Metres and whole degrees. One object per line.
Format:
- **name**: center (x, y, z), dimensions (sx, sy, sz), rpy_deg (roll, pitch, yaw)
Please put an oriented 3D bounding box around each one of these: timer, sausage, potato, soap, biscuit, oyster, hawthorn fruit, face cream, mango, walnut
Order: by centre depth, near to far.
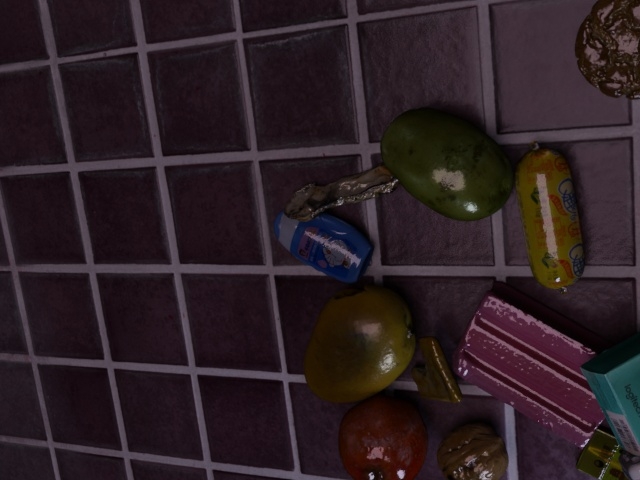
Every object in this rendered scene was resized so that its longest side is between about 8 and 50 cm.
- **biscuit**: center (0.630, -0.398, 1.574), dimensions (0.226, 0.042, 0.226), rpy_deg (7, 108, 22)
- **timer**: center (0.729, 0.456, 1.636), dimensions (0.178, 0.253, 0.078), rpy_deg (-24, 76, 10)
- **sausage**: center (0.501, -0.046, 1.684), dimensions (0.123, 0.123, 0.347), rpy_deg (-9, 100, 26)
- **potato**: center (0.279, -0.170, 1.700), dimensions (0.304, 0.216, 0.216), rpy_deg (44, 117, 11)
- **soap**: center (0.500, 0.282, 1.775), dimensions (0.359, 0.128, 0.233), rpy_deg (30, 113, 14)
- **oyster**: center (0.069, -0.112, 1.862), dimensions (0.345, 0.129, 0.078), rpy_deg (-16, 116, 19)
- **biscuit**: center (0.267, 0.317, 1.892), dimensions (0.174, 0.039, 0.183), rpy_deg (63, 156, 0)
- **walnut**: center (0.376, 0.528, 1.893), dimensions (0.155, 0.155, 0.184), rpy_deg (48, 123, 5)
- **mango**: center (0.085, 0.269, 1.927), dimensions (0.253, 0.182, 0.365), rpy_deg (43, 116, 7)
- **hawthorn fruit**: center (0.165, 0.509, 1.931), dimensions (0.231, 0.263, 0.235), rpy_deg (-8, 99, -19)
- **face cream**: center (0.000, 0.000, 1.947), dimensions (0.264, 0.083, 0.149), rpy_deg (27, 109, 16)

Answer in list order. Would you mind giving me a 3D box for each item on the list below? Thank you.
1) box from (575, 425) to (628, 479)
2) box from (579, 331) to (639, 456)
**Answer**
- **box**: center (0.712, 0.522, 1.802), dimensions (0.193, 0.030, 0.121), rpy_deg (22, 112, 16)
- **box**: center (0.728, 0.281, 1.596), dimensions (0.311, 0.118, 0.205), rpy_deg (-27, 95, -6)
